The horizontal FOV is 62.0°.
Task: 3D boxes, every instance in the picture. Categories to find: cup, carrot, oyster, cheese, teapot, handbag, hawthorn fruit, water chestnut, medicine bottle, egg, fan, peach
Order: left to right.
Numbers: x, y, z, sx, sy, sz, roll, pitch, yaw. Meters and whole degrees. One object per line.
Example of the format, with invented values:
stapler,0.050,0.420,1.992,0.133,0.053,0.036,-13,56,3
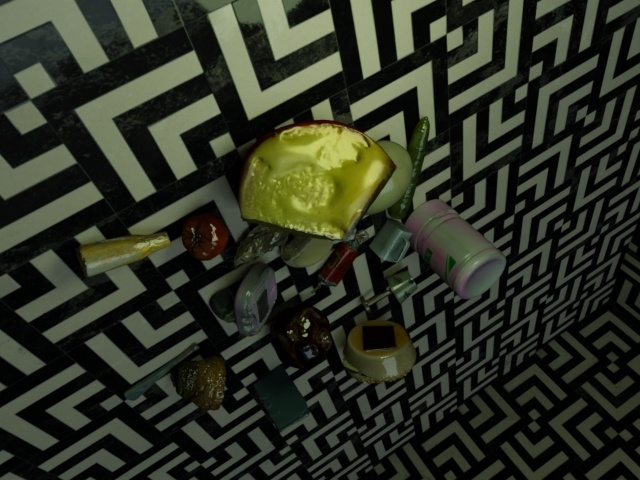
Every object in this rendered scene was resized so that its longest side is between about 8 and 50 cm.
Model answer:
fan,-0.510,0.420,1.710,0.282,0.023,0.057,-39,132,-1
hawthorn fruit,-0.294,-0.008,1.397,0.125,0.125,0.140,-49,138,11
teapot,-0.274,0.212,1.644,0.124,0.091,0.092,22,113,-47
oyster,-0.158,0.002,1.555,0.208,0.072,0.133,-16,138,-29
handbag,-0.149,0.595,2.004,0.144,0.221,0.057,-31,142,-13
water chestnut,-0.076,0.325,1.845,0.223,0.238,0.224,5,83,-41
peach,-0.009,-0.151,1.367,0.379,0.242,0.307,8,96,-2
cheese,-0.002,0.016,1.691,0.248,0.071,0.164,5,123,-42
egg,0.157,-0.178,1.541,0.241,0.186,0.186,-44,141,9
cup,0.252,0.010,1.842,0.095,0.128,0.130,11,117,-42
carrot,0.286,-0.226,1.695,0.074,0.074,0.359,-11,130,-31
medicine bottle,0.464,0.028,1.870,0.211,0.325,0.212,-22,139,-21

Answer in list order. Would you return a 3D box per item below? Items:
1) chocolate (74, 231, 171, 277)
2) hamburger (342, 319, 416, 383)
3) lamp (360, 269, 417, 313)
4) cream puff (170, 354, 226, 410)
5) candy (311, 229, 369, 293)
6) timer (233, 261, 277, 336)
chocolate,-0.482,0.024,1.321,0.219,0.086,0.086,-18,136,-30
hamburger,0.234,0.447,2.122,0.301,0.302,0.171,-18,119,-25
lamp,0.261,0.202,2.040,0.214,0.121,0.121,-30,141,2
cream puff,-0.405,0.463,1.744,0.168,0.183,0.184,7,125,-17
candy,0.062,0.078,1.810,0.086,0.059,0.292,19,113,-45
timer,-0.195,0.182,1.628,0.209,0.069,0.191,90,21,-45
